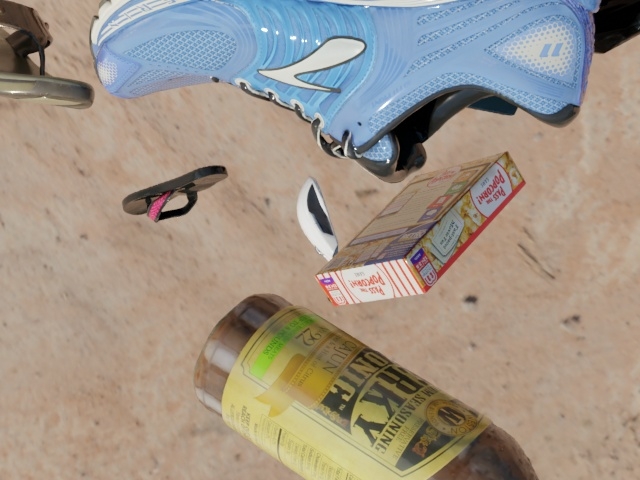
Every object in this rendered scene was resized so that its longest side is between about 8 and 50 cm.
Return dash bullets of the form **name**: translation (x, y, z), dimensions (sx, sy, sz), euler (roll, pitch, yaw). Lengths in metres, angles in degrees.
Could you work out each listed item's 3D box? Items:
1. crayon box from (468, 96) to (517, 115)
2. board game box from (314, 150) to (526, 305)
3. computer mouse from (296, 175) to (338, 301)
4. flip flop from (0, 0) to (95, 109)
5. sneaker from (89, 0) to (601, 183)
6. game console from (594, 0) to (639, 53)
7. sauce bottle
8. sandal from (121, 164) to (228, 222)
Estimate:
- **crayon box**: translation (0.139, -0.291, 1.053), dimensions (0.081, 0.319, 0.202), euler (7, 123, -20)
- **board game box**: translation (0.104, -0.012, 1.110), dimensions (0.193, 0.146, 0.045), euler (-44, 108, -33)
- **computer mouse**: translation (0.000, 0.000, 1.571), dimensions (0.042, 0.106, 0.193), euler (-18, 83, -7)
- **flip flop**: translation (-0.300, -0.190, 0.992), dimensions (0.112, 0.277, 0.080), euler (7, 112, -41)
- **sneaker**: translation (0.002, -0.104, 0.642), dimensions (0.129, 0.329, 0.147), euler (-19, 106, -62)
- **game console**: translation (0.460, -0.479, 1.626), dimensions (0.043, 0.213, 0.362), euler (8, 70, -33)
- **sauce bottle**: translation (0.067, 0.156, 0.762), dimensions (0.111, 0.344, 0.111), euler (-44, 150, -34)
- **sandal**: translation (-0.176, -0.048, 1.267), dimensions (0.067, 0.179, 0.040), euler (-10, 85, -45)
